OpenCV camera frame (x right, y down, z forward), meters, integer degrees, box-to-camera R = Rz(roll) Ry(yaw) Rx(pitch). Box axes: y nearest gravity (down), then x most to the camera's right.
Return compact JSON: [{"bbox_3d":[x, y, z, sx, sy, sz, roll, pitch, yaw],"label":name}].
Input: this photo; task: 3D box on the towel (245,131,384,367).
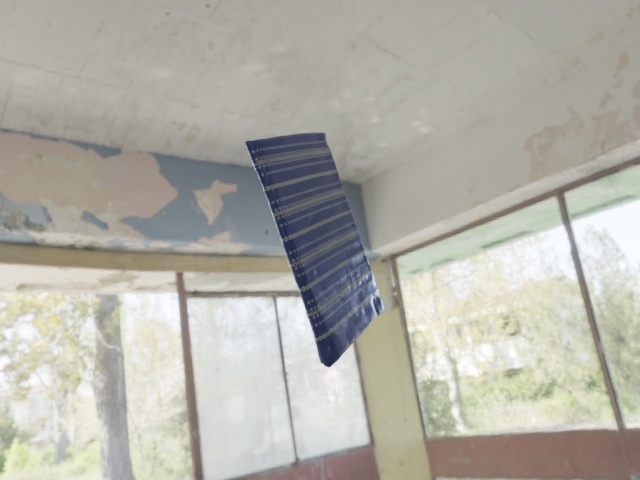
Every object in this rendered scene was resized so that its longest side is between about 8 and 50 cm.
[{"bbox_3d":[0.000,0.000,0.882,0.040,0.335,0.243,-17,5,26],"label":"towel"}]
